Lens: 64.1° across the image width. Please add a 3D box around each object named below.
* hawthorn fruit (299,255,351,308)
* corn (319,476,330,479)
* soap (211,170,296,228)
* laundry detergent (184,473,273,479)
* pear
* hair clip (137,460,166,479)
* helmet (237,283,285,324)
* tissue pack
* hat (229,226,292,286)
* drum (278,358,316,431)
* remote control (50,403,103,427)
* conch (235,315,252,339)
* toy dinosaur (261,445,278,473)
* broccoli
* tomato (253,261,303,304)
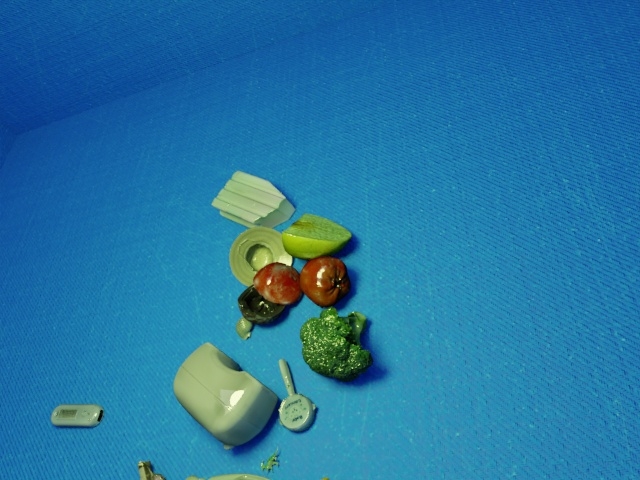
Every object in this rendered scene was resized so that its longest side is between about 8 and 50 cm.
[{"bbox_3d":[0.003,0.142,1.842,0.202,0.185,0.185,12,63,47],"label":"hawthorn fruit"},{"bbox_3d":[-0.014,0.836,1.399,0.131,0.131,0.345,10,65,31],"label":"corn"},{"bbox_3d":[-0.285,-0.164,2.227,0.346,0.115,0.208,22,70,35],"label":"soap"},{"bbox_3d":[-0.259,0.813,1.539,0.397,0.125,0.264,15,67,35],"label":"laundry detergent"},{"bbox_3d":[-0.001,0.005,1.950,0.239,0.139,0.288,6,18,14],"label":"pear"},{"bbox_3d":[-0.554,0.864,1.678,0.106,0.084,0.292,-22,56,4],"label":"hair clip"},{"bbox_3d":[-0.224,0.254,1.911,0.176,0.107,0.153,24,39,13],"label":"helmet"},{"bbox_3d":[-0.331,0.520,1.701,0.333,0.229,0.236,25,69,37],"label":"tissue pack"},{"bbox_3d":[-0.243,0.070,2.039,0.252,0.252,0.110,-50,11,-12],"label":"hat"},{"bbox_3d":[-0.079,0.506,1.706,0.130,0.049,0.253,-16,53,16],"label":"drum"},{"bbox_3d":[-0.961,0.688,2.013,0.244,0.047,0.087,-7,52,20],"label":"remote control"},{"bbox_3d":[-0.293,0.328,1.933,0.076,0.056,0.085,-25,49,25],"label":"conch"},{"bbox_3d":[-0.161,0.701,1.632,0.062,0.021,0.083,-12,54,34],"label":"toy dinosaur"},{"bbox_3d":[0.059,0.334,1.676,0.269,0.269,0.254,-34,92,1],"label":"broccoli"},{"bbox_3d":[-0.152,0.145,1.907,0.189,0.099,0.173,36,38,23],"label":"tomato"}]
